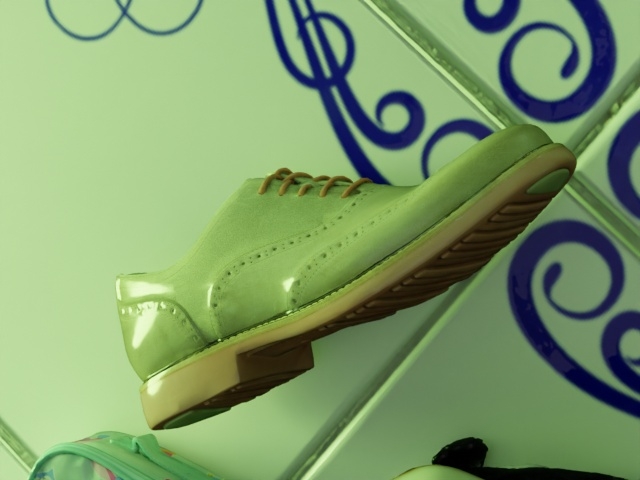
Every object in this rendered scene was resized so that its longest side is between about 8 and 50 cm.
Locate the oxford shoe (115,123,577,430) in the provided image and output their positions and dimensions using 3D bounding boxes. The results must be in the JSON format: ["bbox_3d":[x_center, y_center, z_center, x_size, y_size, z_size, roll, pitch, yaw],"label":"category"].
[{"bbox_3d":[0.000,0.000,1.467,0.397,0.140,0.146,-30,77,23],"label":"oxford shoe"}]

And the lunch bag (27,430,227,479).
[{"bbox_3d":[-0.128,0.281,1.575,0.279,0.108,0.224,24,106,20],"label":"lunch bag"}]

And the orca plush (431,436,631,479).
[{"bbox_3d":[0.141,0.232,1.448,0.287,0.102,0.151,6,99,24],"label":"orca plush"}]

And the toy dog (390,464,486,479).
[{"bbox_3d":[0.124,0.342,1.319,0.395,0.284,0.408,-17,97,10],"label":"toy dog"}]
